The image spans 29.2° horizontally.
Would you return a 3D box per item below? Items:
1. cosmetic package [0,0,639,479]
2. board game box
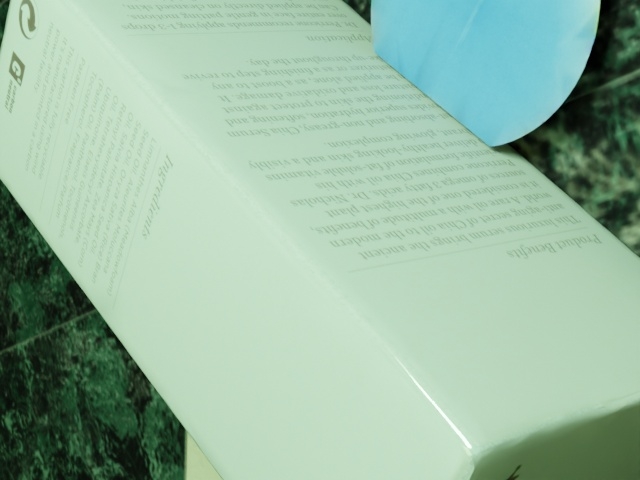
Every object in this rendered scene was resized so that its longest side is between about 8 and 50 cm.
[{"bbox_3d":[0.000,0.000,0.748,0.453,0.230,0.161,47,130,34],"label":"cosmetic package"},{"bbox_3d":[0.106,-0.143,0.750,0.169,0.033,0.133,44,122,31],"label":"board game box"}]
